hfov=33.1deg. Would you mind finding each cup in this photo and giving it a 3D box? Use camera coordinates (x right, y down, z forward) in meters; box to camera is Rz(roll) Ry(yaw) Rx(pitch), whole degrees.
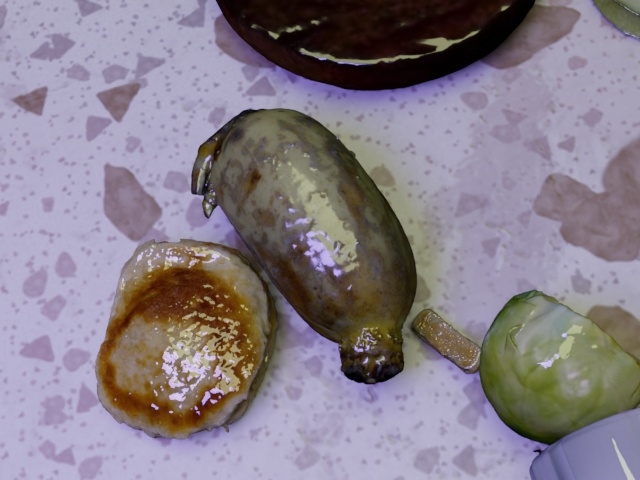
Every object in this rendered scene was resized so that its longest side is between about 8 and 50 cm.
[{"bbox_3d":[0.287,0.247,0.905,0.167,0.221,0.202,-13,62,-13],"label":"cup"}]

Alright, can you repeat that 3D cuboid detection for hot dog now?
[{"bbox_3d":[0.131,0.104,1.079,0.030,0.034,0.090,-50,52,-3],"label":"hot dog"}]

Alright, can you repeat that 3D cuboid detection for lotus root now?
[{"bbox_3d":[0.000,0.000,1.068,0.173,0.173,0.309,-32,74,-9],"label":"lotus root"}]

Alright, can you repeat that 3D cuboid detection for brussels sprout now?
[{"bbox_3d":[0.217,0.129,1.002,0.152,0.149,0.122,34,85,29],"label":"brussels sprout"}]

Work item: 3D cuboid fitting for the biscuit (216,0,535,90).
[{"bbox_3d":[0.066,-0.350,1.252,0.408,0.091,0.407,-2,64,5],"label":"biscuit"}]

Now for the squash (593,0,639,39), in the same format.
[{"bbox_3d":[0.416,-0.316,1.235,0.219,0.041,0.219,0,64,1],"label":"squash"}]

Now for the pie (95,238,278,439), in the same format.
[{"bbox_3d":[-0.137,0.097,1.079,0.179,0.084,0.205,9,71,9],"label":"pie"}]
